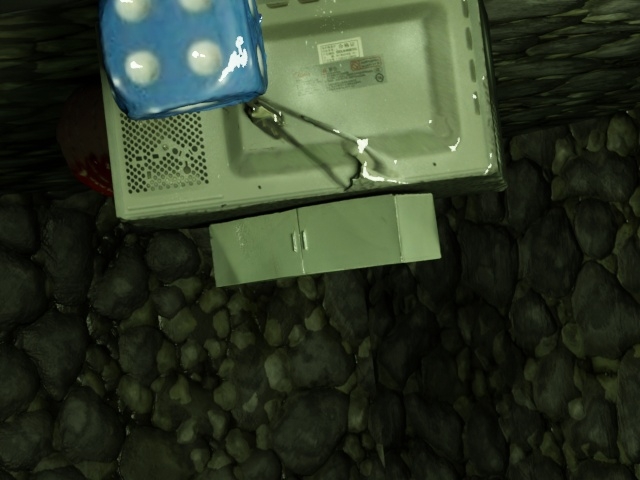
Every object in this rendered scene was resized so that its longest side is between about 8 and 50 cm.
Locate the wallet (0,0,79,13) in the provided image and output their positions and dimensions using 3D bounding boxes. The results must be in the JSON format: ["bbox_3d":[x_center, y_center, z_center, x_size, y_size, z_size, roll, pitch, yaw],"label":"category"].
[{"bbox_3d":[-0.358,-0.230,1.271,0.247,0.041,0.323,-6,180,11],"label":"wallet"}]

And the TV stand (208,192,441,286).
[{"bbox_3d":[0.000,0.000,1.672,0.269,0.082,0.088,-9,178,34],"label":"TV stand"}]

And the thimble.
[{"bbox_3d":[-0.272,-0.148,2.029,0.125,0.163,0.189,-11,166,39],"label":"thimble"}]

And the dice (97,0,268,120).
[{"bbox_3d":[-0.131,-0.197,1.401,0.146,0.146,0.143,-8,180,5],"label":"dice"}]

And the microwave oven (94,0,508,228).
[{"bbox_3d":[-0.009,-0.157,1.703,0.432,0.236,0.374,-8,177,10],"label":"microwave oven"}]
